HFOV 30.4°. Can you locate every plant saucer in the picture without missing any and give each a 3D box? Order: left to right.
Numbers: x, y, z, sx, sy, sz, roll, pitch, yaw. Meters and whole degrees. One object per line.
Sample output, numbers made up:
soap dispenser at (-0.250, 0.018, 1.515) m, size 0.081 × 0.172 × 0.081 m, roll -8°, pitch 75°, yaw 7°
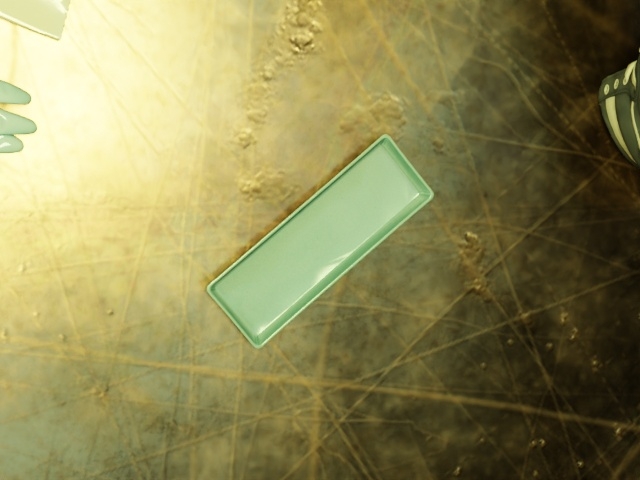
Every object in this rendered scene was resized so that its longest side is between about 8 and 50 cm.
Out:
plant saucer at (0.000, 0.000, 0.944) m, size 0.192 × 0.018 × 0.067 m, roll -41°, pitch 103°, yaw -8°

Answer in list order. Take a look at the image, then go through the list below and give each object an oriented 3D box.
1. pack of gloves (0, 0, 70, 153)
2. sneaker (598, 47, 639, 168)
pack of gloves at (-0.304, -0.158, 0.842) m, size 0.232 × 0.046 × 0.195 m, roll 13°, pitch 91°, yaw -14°
sneaker at (0.286, -0.161, 0.915) m, size 0.099 × 0.153 × 0.282 m, roll -6°, pitch 112°, yaw -7°
